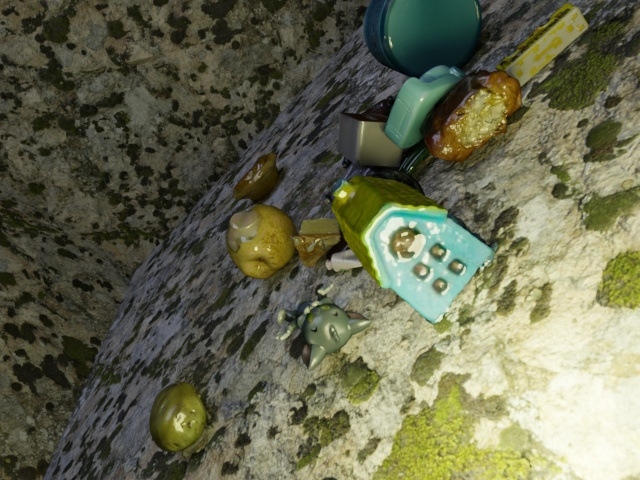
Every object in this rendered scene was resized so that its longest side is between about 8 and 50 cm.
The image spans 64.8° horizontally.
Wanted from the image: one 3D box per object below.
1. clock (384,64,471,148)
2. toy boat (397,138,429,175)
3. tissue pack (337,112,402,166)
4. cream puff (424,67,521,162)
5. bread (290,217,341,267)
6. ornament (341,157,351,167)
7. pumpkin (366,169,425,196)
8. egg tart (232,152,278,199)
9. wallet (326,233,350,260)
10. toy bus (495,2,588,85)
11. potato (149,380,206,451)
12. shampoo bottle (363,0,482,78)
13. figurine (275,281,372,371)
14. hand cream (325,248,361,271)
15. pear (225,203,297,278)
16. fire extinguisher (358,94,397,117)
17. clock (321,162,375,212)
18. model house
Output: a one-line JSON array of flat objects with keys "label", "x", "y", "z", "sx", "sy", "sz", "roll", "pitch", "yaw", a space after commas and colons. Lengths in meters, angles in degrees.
[{"label": "clock", "x": 0.316, "y": -0.395, "z": 1.440, "sx": 0.274, "sy": 0.094, "sz": 0.223, "roll": -33, "pitch": -19, "yaw": -28}, {"label": "toy boat", "x": 0.282, "y": -0.238, "z": 1.461, "sx": 0.210, "sy": 0.052, "sz": 0.104, "roll": -50, "pitch": 7, "yaw": 2}, {"label": "tissue pack", "x": 0.159, "y": -0.331, "z": 1.637, "sx": 0.246, "sy": 0.160, "sz": 0.135, "roll": -125, "pitch": 37, "yaw": -66}, {"label": "cream puff", "x": 0.381, "y": -0.322, "z": 1.275, "sx": 0.269, "sy": 0.155, "sz": 0.241, "roll": -29, "pitch": 30, "yaw": 45}, {"label": "bread", "x": 0.000, "y": 0.000, "z": 1.573, "sx": 0.152, "sy": 0.127, "sz": 0.147, "roll": -15, "pitch": 26, "yaw": 14}, {"label": "ornament", "x": 0.137, "y": -0.353, "z": 1.862, "sx": 0.203, "sy": 0.088, "sz": 0.081, "roll": -42, "pitch": 45, "yaw": 40}, {"label": "pumpkin", "x": 0.155, "y": -0.078, "z": 1.257, "sx": 0.221, "sy": 0.161, "sz": 0.220, "roll": -26, "pitch": -13, "yaw": -6}, {"label": "egg tart", "x": -0.308, "y": -0.302, "z": 2.546, "sx": 0.319, "sy": 0.128, "sz": 0.319, "roll": -40, "pitch": 23, "yaw": 21}, {"label": "wallet", "x": 0.085, "y": -0.002, "z": 1.497, "sx": 0.176, "sy": 0.026, "sz": 0.095, "roll": -53, "pitch": 22, "yaw": 5}, {"label": "toy bus", "x": 0.568, "y": -0.497, "z": 1.301, "sx": 0.226, "sy": 0.081, "sz": 0.074, "roll": -40, "pitch": 29, "yaw": 15}, {"label": "potato", "x": -0.417, "y": 0.515, "z": 1.479, "sx": 0.228, "sy": 0.149, "sz": 0.197, "roll": -31, "pitch": 51, "yaw": 50}, {"label": "shampoo bottle", "x": 0.339, "y": -0.751, "z": 1.774, "sx": 0.331, "sy": 0.331, "sz": 0.342, "roll": -46, "pitch": 22, "yaw": 11}, {"label": "figurine", "x": -0.021, "y": 0.209, "z": 1.239, "sx": 0.193, "sy": 0.140, "sz": 0.265, "roll": -34, "pitch": 4, "yaw": -21}, {"label": "hand cream", "x": 0.079, "y": 0.054, "z": 1.412, "sx": 0.142, "sy": 0.053, "sz": 0.084, "roll": -16, "pitch": 39, "yaw": 30}, {"label": "pear", "x": -0.205, "y": 0.007, "z": 1.777, "sx": 0.271, "sy": 0.271, "sz": 0.271, "roll": -40, "pitch": 25, "yaw": 23}, {"label": "fire extinguisher", "x": 0.230, "y": -0.468, "z": 1.896, "sx": 0.252, "sy": 0.075, "sz": 0.106, "roll": -24, "pitch": 62, "yaw": 44}, {"label": "clock", "x": 0.102, "y": -0.160, "z": 1.632, "sx": 0.186, "sy": 0.083, "sz": 0.253, "roll": -47, "pitch": 23, "yaw": 7}, {"label": "model house", "x": 0.160, "y": -0.011, "z": 1.046, "sx": 0.215, "sy": 0.303, "sz": 0.237, "roll": -54, "pitch": 23, "yaw": 9}]
